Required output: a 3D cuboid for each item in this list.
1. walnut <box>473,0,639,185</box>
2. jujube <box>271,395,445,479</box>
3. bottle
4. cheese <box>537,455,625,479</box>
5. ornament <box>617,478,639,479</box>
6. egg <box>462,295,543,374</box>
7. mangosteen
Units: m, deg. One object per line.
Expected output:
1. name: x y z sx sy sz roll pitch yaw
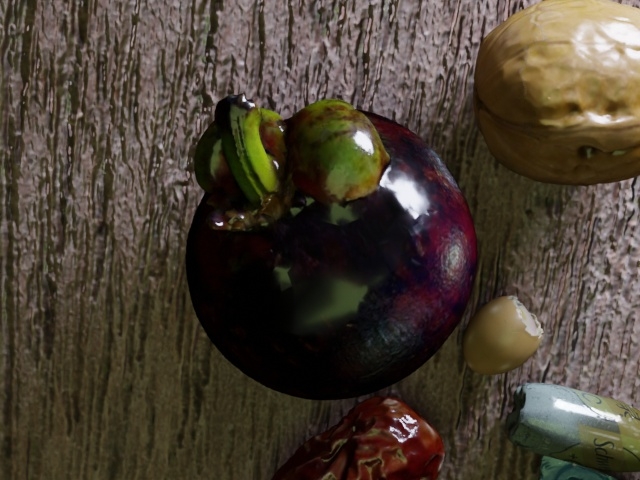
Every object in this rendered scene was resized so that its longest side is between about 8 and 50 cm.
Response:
1. walnut: 0.268 -0.152 1.385 0.221 0.195 0.195 4 105 1
2. jujube: 0.038 0.281 1.537 0.155 0.155 0.230 40 95 -7
3. bottle: 0.349 0.227 1.532 0.269 0.083 0.083 14 105 -2
4. cheese: 0.270 0.373 1.592 0.135 0.052 0.245 21 103 -5
5. ornament: 0.356 0.385 1.551 0.202 0.080 0.236 -5 112 -23
6. egg: 0.201 0.109 1.512 0.096 0.080 0.080 -36 100 19
7. mangosteen: 0.000 0.000 1.360 0.306 0.359 0.306 -7 64 15
